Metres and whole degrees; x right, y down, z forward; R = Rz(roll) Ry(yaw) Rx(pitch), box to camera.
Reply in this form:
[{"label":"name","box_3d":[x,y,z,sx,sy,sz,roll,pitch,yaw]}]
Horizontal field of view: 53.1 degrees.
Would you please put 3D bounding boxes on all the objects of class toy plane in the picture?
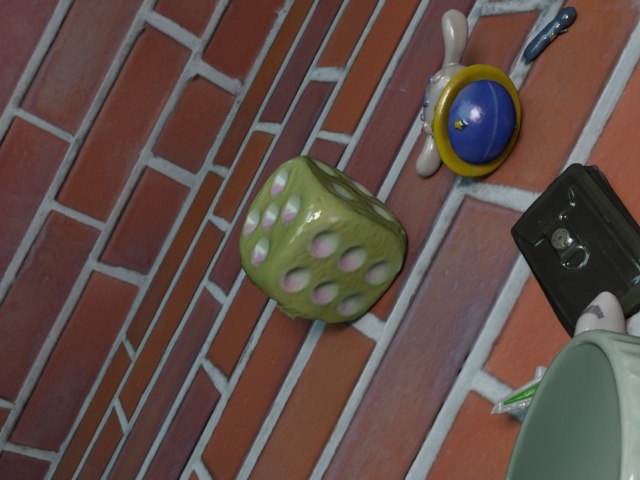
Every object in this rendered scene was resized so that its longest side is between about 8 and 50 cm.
[{"label":"toy plane","box_3d":[0.335,0.188,0.787,0.251,0.101,0.255,-6,58,55]}]

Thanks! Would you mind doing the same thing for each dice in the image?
[{"label":"dice","box_3d":[0.000,0.000,1.285,0.254,0.252,0.250,-54,31,19]}]

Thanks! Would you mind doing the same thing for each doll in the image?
[{"label":"doll","box_3d":[0.273,-0.261,1.158,0.242,0.159,0.311,-96,7,-79]},{"label":"doll","box_3d":[0.415,-0.373,1.168,0.125,0.027,0.037,-47,34,31]}]

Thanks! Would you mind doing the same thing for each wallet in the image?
[{"label":"wallet","box_3d":[0.374,0.013,0.916,0.168,0.052,0.245,-48,36,30]}]

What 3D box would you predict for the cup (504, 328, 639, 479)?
[{"label":"cup","box_3d":[0.323,0.276,0.417,0.310,0.392,0.401,-50,-25,-71]}]
